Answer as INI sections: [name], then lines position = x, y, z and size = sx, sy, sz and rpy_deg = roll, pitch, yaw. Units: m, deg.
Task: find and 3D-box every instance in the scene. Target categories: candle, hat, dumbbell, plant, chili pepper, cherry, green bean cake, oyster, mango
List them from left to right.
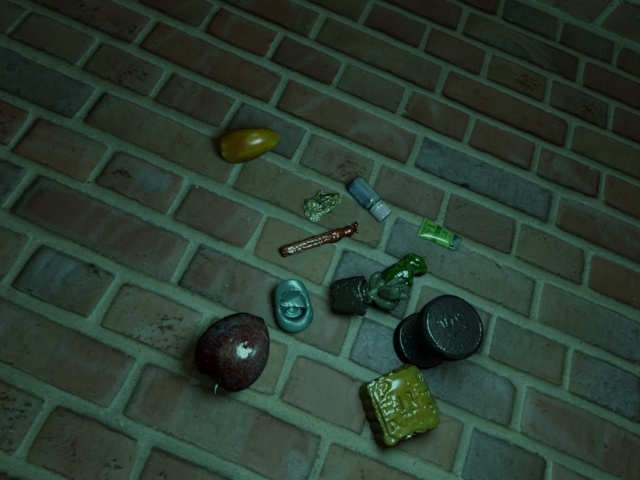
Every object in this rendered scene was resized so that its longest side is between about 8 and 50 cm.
[cherry]
position = -0.279, 0.357, 1.440
size = 0.230, 0.203, 0.300
rpy_deg = 33, 53, 6
[mango]
position = -0.283, -0.389, 1.766
size = 0.252, 0.154, 0.126
rpy_deg = -13, 78, 0
[hat]
position = -0.099, 0.232, 1.589
size = 0.138, 0.078, 0.191
rpy_deg = -8, 89, -4
[candle]
position = 0.000, 0.000, 1.711
size = 0.329, 0.048, 0.051
rpy_deg = -18, 59, -15
[oyster]
position = 0.004, -0.152, 1.769
size = 0.165, 0.053, 0.108
rpy_deg = -33, 67, -13
[plant]
position = 0.179, 0.185, 1.559
size = 0.274, 0.146, 0.149
rpy_deg = -11, 98, 26
[green bean cake]
position = 0.269, 0.555, 1.490
size = 0.223, 0.131, 0.230
rpy_deg = -16, 73, -15
[chili pepper]
position = 0.308, 0.142, 1.682
size = 0.270, 0.099, 0.136
rpy_deg = -40, 54, -15
[dumbbell]
position = 0.388, 0.322, 1.499
size = 0.203, 0.322, 0.204
rpy_deg = 3, 68, -8

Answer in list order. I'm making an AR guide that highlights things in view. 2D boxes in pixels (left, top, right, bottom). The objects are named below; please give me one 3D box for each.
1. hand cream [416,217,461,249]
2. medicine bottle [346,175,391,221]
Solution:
[hand cream]
position = 0.492, -0.020, 1.802
size = 0.174, 0.046, 0.095
rpy_deg = 27, 69, 3
[medicine bottle]
position = 0.200, -0.168, 1.789
size = 0.083, 0.083, 0.203
rpy_deg = -37, 77, -21
